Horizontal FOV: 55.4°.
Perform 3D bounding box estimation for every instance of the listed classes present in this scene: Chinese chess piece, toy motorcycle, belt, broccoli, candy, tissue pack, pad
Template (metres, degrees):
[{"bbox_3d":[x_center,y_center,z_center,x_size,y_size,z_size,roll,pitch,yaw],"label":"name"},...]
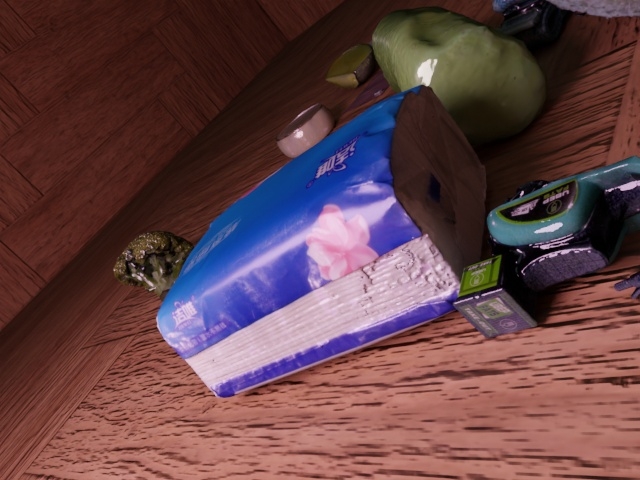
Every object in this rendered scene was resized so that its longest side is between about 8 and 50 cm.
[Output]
[{"bbox_3d":[-0.029,-0.211,1.176,0.122,0.051,0.122,-34,19,14],"label":"Chinese chess piece"},{"bbox_3d":[0.166,-0.004,0.360,0.173,0.058,0.100,-24,33,43],"label":"toy motorcycle"},{"bbox_3d":[0.302,-0.349,0.793,0.072,0.087,0.302,-5,40,48],"label":"belt"},{"bbox_3d":[-0.264,0.041,0.995,0.130,0.131,0.120,-28,59,1],"label":"broccoli"},{"bbox_3d":[0.145,-0.211,0.721,0.132,0.142,0.343,-24,23,8],"label":"candy"},{"bbox_3d":[0.000,0.000,0.537,0.269,0.137,0.209,-27,25,33],"label":"tissue pack"},{"bbox_3d":[0.124,-0.320,1.188,0.113,0.006,0.188,-14,33,54],"label":"pad"}]

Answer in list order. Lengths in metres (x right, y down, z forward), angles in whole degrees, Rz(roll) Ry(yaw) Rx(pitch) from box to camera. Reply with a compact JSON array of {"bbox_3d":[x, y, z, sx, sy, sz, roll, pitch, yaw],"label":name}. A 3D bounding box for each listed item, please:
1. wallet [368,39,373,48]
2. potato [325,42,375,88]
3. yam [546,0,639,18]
[{"bbox_3d":[0.162,-0.452,1.362,0.190,0.033,0.095,-14,31,50],"label":"wallet"},{"bbox_3d":[0.075,-0.370,1.321,0.119,0.054,0.198,-41,24,0],"label":"potato"},{"bbox_3d":[0.344,-0.391,0.626,0.241,0.241,0.348,-23,24,41],"label":"yam"}]
